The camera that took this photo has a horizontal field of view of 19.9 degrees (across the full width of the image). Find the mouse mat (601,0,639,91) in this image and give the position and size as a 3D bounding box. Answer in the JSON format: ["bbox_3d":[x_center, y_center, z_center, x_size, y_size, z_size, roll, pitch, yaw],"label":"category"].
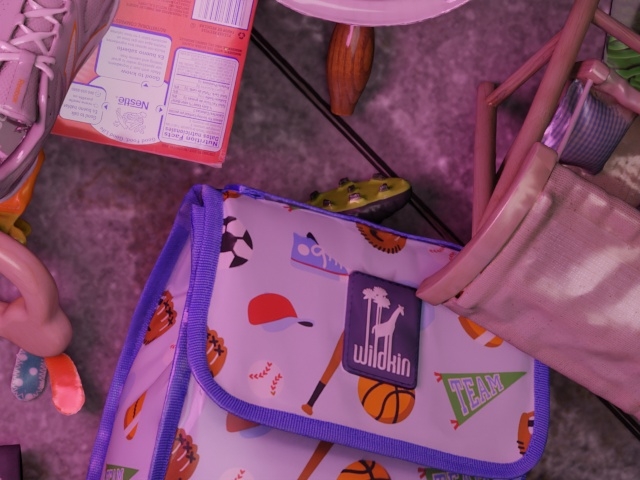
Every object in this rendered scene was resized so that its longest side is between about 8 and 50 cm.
[{"bbox_3d":[0.338,-0.147,1.607,0.190,0.007,0.152,7,99,-10],"label":"mouse mat"}]

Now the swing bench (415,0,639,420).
[{"bbox_3d":[0.246,-0.016,1.473,0.253,0.165,0.254,30,51,-15],"label":"swing bench"}]

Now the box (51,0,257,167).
[{"bbox_3d":[-0.212,-0.165,1.443,0.300,0.142,0.154,10,99,-11],"label":"box"}]

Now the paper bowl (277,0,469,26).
[{"bbox_3d":[0.038,-0.295,1.333,0.284,0.148,0.284,3,113,8],"label":"paper bowl"}]

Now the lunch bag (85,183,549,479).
[{"bbox_3d":[-0.006,0.169,1.490,0.328,0.239,0.385,16,93,-21],"label":"lunch bag"}]

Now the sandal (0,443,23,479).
[{"bbox_3d":[-0.247,0.300,1.547,0.055,0.097,0.254,-3,101,-9],"label":"sandal"}]

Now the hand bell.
[{"bbox_3d":[0.035,-0.220,1.510,0.126,0.126,0.242,6,113,-10],"label":"hand bell"}]

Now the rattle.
[{"bbox_3d":[-0.242,0.029,1.533,0.130,0.142,0.199,-24,123,28],"label":"rattle"}]

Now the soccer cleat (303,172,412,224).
[{"bbox_3d":[0.000,0.000,1.557,0.179,0.060,0.072,-24,113,2],"label":"soccer cleat"}]

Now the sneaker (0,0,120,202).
[{"bbox_3d":[-0.207,-0.134,1.313,0.099,0.121,0.262,20,99,-13],"label":"sneaker"}]
